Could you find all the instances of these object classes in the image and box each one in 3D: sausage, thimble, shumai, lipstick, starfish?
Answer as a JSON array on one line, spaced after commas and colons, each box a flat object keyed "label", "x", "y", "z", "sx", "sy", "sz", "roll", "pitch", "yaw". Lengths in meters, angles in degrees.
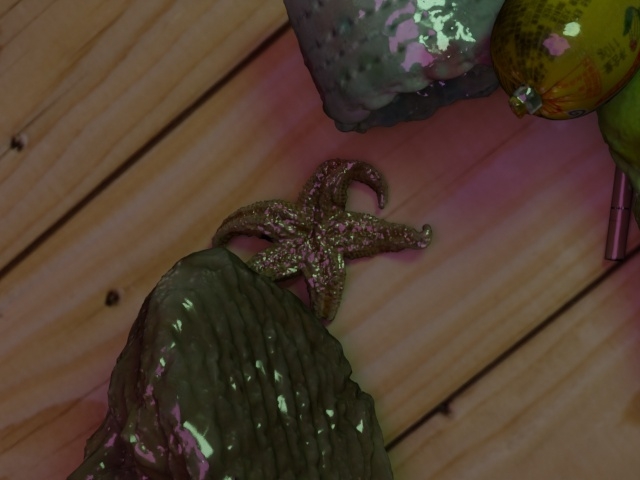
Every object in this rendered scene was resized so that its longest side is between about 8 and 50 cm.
[{"label": "sausage", "x": 0.243, "y": -0.223, "z": 1.471, "sx": 0.123, "sy": 0.123, "sz": 0.347, "roll": 29, "pitch": 61, "yaw": 11}, {"label": "thimble", "x": 0.071, "y": -0.184, "z": 1.551, "sx": 0.211, "sy": 0.185, "sz": 0.149, "roll": -25, "pitch": 83, "yaw": 45}, {"label": "shumai", "x": -0.112, "y": 0.185, "z": 1.596, "sx": 0.262, "sy": 0.267, "sz": 0.314, "roll": -28, "pitch": 79, "yaw": 36}, {"label": "lipstick", "x": 0.265, "y": -0.029, "z": 1.584, "sx": 0.019, "sy": 0.019, "sz": 0.094, "roll": 8, "pitch": 92, "yaw": 13}, {"label": "starfish", "x": -0.002, "y": 0.002, "z": 1.631, "sx": 0.209, "sy": 0.053, "sz": 0.150, "roll": -1, "pitch": 100, "yaw": 11}]

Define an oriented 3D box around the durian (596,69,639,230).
[{"label": "durian", "x": 0.372, "y": -0.041, "z": 1.468, "sx": 0.255, "sy": 0.204, "sz": 0.340, "roll": -20, "pitch": 86, "yaw": 25}]
